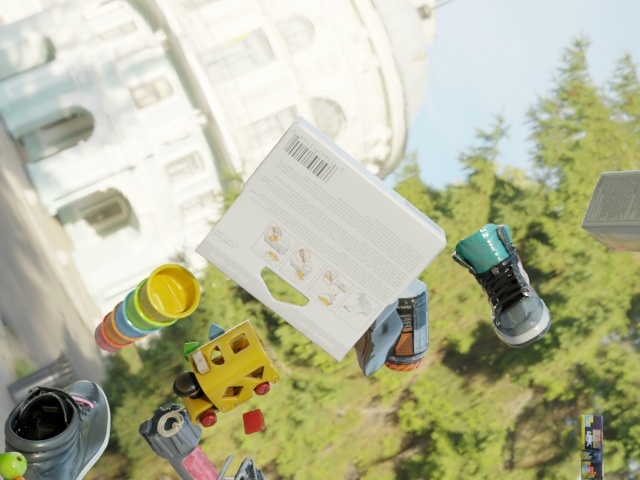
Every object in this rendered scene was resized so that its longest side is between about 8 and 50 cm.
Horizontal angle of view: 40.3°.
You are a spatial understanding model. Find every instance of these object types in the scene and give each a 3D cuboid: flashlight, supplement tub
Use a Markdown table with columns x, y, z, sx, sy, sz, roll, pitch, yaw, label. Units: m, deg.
| x | y | z | sx | sy | sz | roll | pitch | yaw | label |
| --- | --- | --- | --- | --- | --- | --- | --- | --- | --- |
| -0.210 | 0.427 | 1.620 | 0.103 | 0.103 | 0.304 | 13 | -41 | 44 | flashlight |
| 0.181 | 0.186 | 1.930 | 0.117 | 0.117 | 0.190 | -137 | -140 | -60 | supplement tub |

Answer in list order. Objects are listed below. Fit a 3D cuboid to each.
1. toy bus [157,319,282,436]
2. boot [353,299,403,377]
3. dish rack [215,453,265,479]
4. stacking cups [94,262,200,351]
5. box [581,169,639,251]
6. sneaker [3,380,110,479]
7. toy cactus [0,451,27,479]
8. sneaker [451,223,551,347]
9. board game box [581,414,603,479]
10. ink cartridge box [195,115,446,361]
| x | y | z | sx | sy | sz | roll | pitch | yaw | label |
| --- | --- | --- | --- | --- | --- | --- | --- | --- | --- |
| -0.168 | 0.214 | 1.395 | 0.191 | 0.202 | 0.104 | 5 | -34 | 24 | toy bus |
| 0.093 | 0.167 | 1.782 | 0.115 | 0.112 | 0.305 | 32 | -31 | 28 | boot |
| -0.088 | 0.263 | 0.488 | 0.271 | 0.074 | 0.208 | -58 | 148 | -57 | dish rack |
| -0.315 | 0.131 | 1.548 | 0.316 | 0.096 | 0.096 | -33 | -98 | 54 | stacking cups |
| 0.710 | -0.061 | 1.790 | 0.121 | 0.148 | 0.311 | 33 | -15 | -28 | box |
| -0.354 | 0.246 | 1.210 | 0.295 | 0.105 | 0.147 | -79 | -178 | -66 | sneaker |
| -0.385 | 0.252 | 0.969 | 0.219 | 0.112 | 0.180 | 59 | -27 | 12 | toy cactus |
| 0.334 | 0.063 | 1.636 | 0.178 | 0.124 | 0.295 | 53 | 13 | -19 | sneaker |
| 0.594 | 0.483 | 1.908 | 0.170 | 0.048 | 0.141 | 70 | 27 | -49 | board game box |
| 0.000 | 0.000 | 1.356 | 0.296 | 0.261 | 0.066 | 39 | 15 | -7 | ink cartridge box |
